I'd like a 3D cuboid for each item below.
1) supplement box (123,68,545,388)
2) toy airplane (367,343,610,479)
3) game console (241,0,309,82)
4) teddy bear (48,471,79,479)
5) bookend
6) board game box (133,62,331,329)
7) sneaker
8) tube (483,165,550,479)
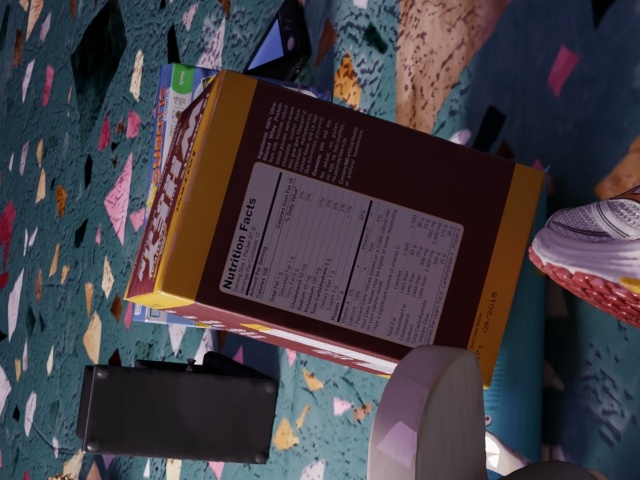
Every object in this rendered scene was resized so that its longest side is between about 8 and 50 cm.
[{"bbox_3d":[0.000,0.000,0.966,0.191,0.194,0.129,164,122,-77],"label":"supplement box"},{"bbox_3d":[0.067,0.287,0.710,0.386,0.272,0.384,75,-161,-57],"label":"toy airplane"},{"bbox_3d":[-0.066,-0.137,1.365,0.122,0.071,0.107,127,142,-47],"label":"game console"},{"bbox_3d":[-0.259,0.395,1.594,0.245,0.113,0.338,133,139,-55],"label":"teddy bear"},{"bbox_3d":[-0.139,0.133,1.346,0.157,0.156,0.072,-167,85,-67],"label":"bookend"},{"bbox_3d":[-0.068,-0.029,1.262,0.035,0.136,0.201,179,97,-66],"label":"board game box"},{"bbox_3d":[0.185,-0.001,0.783,0.092,0.088,0.225,-65,22,-10],"label":"sneaker"},{"bbox_3d":[0.109,0.062,0.956,0.080,0.052,0.207,-26,54,59],"label":"tube"}]
